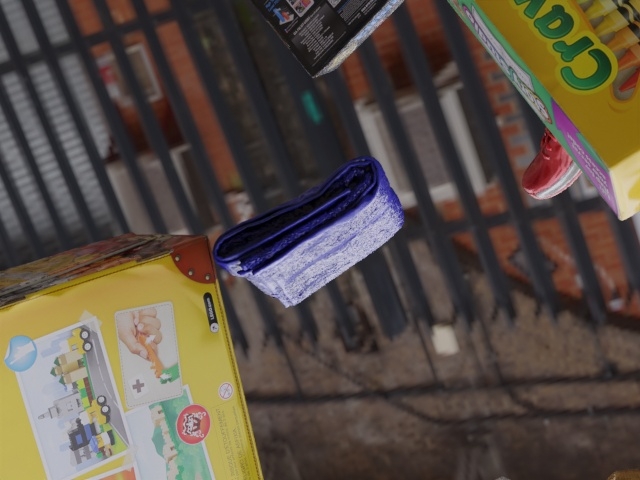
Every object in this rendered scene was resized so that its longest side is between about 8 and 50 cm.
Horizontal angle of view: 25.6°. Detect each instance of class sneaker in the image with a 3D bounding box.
[{"bbox_3d":[0.298,-0.157,1.798,0.221,0.128,0.087,-53,-152,28],"label":"sneaker"}]

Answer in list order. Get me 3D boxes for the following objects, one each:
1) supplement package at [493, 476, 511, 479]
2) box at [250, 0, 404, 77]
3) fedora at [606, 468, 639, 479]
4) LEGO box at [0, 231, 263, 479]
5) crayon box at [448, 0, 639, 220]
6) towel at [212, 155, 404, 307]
[{"bbox_3d":[0.308,0.447,2.146,0.105,0.105,0.179,-15,-161,-37],"label":"supplement package"},{"bbox_3d":[0.003,-0.423,1.899,0.295,0.293,0.073,-43,171,34],"label":"box"},{"bbox_3d":[0.386,0.344,1.740,0.079,0.194,0.194,9,-167,-3],"label":"fedora"},{"bbox_3d":[-0.283,0.275,1.740,0.372,0.500,0.193,-18,-169,-35],"label":"LEGO box"},{"bbox_3d":[0.297,-0.247,1.274,0.313,0.106,0.363,-31,-122,-2],"label":"crayon box"},{"bbox_3d":[0.000,0.000,1.789,0.227,0.076,0.308,-29,168,4],"label":"towel"}]
